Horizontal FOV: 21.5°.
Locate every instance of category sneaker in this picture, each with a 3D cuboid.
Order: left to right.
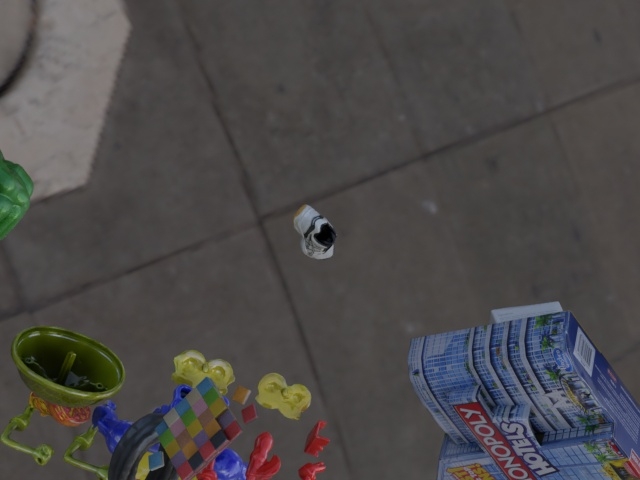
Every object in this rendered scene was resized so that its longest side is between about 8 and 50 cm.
[{"bbox_3d":[-0.318,0.196,2.042,0.064,0.067,0.175,63,-4,-10],"label":"sneaker"},{"bbox_3d":[0.000,0.000,1.622,0.032,0.037,0.083,-51,148,-12],"label":"sneaker"}]

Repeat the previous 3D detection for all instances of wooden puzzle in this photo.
[{"bbox_3d":[-0.076,0.117,1.053,0.006,0.083,0.049,37,12,-48],"label":"wooden puzzle"}]

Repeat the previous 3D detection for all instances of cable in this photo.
[{"bbox_3d":[-0.160,0.274,1.402,0.139,0.287,0.072,11,29,-45],"label":"cable"}]

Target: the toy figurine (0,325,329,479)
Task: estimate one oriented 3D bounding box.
[{"bbox_3d":[-0.196,0.250,1.888,0.362,0.217,0.191,16,52,-11],"label":"toy figurine"}]

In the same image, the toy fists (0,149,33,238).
[{"bbox_3d":[-0.373,-0.071,1.710,0.142,0.096,0.279,62,5,10],"label":"toy fists"}]

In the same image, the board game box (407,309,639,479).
[{"bbox_3d":[0.156,0.152,1.376,0.194,0.194,0.060,50,41,-34],"label":"board game box"}]

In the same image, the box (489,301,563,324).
[{"bbox_3d":[0.287,0.151,2.307,0.087,0.102,0.101,-106,-166,-47],"label":"box"}]
